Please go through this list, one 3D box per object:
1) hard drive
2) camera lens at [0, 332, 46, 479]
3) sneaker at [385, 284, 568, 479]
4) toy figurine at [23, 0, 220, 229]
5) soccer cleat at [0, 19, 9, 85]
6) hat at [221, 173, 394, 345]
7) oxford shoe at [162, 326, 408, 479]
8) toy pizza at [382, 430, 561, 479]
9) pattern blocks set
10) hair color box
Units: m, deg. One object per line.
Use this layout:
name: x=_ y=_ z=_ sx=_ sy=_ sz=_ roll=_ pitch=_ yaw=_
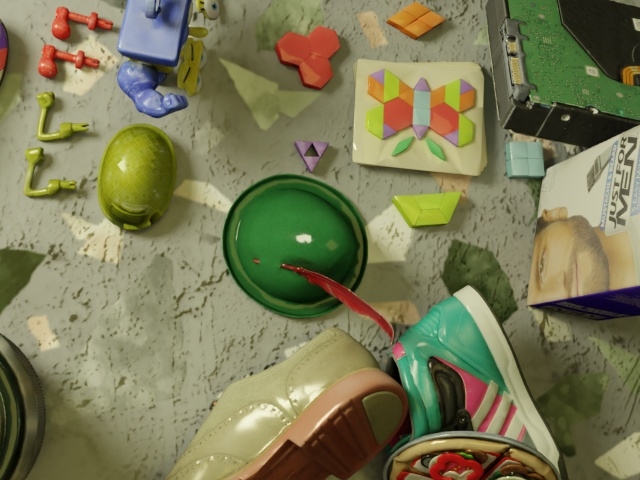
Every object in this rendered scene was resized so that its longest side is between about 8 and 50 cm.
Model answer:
hard drive: x=0.378 y=-0.202 z=1.330 sx=0.339 sy=0.064 sz=0.237 roll=10 pitch=49 yaw=-12
camera lens: x=-0.386 y=0.179 z=1.055 sx=0.219 sy=0.274 sz=0.219 roll=2 pitch=82 yaw=-12
sneaker: x=0.165 y=0.219 z=1.250 sx=0.178 sy=0.124 sz=0.295 roll=-27 pitch=99 yaw=-5
toy figurine: x=-0.215 y=-0.212 z=1.177 sx=0.191 sy=0.217 sz=0.362 roll=14 pitch=79 yaw=-10
soccer cleat: x=-0.450 y=-0.132 z=1.166 sx=0.108 sy=0.116 sz=0.318 roll=36 pitch=77 yaw=-5
hat: x=0.000 y=0.000 z=1.210 sx=0.208 sy=0.183 sz=0.173 roll=27 pitch=77 yaw=-7
oxford shoe: x=-0.092 y=0.252 z=1.203 sx=0.397 sy=0.146 sz=0.140 roll=-34 pitch=134 yaw=-4
toy pizza: x=0.170 y=0.281 z=1.209 sx=0.201 sy=0.201 sz=0.032 roll=18 pitch=47 yaw=-9
pattern blocks set: x=0.122 y=-0.158 z=1.340 sx=0.325 sy=0.026 sz=0.285 roll=-11 pitch=85 yaw=-14
hair color box: x=0.353 y=-0.016 z=1.208 sx=0.110 sy=0.339 sz=0.185 roll=11 pitch=80 yaw=-9
